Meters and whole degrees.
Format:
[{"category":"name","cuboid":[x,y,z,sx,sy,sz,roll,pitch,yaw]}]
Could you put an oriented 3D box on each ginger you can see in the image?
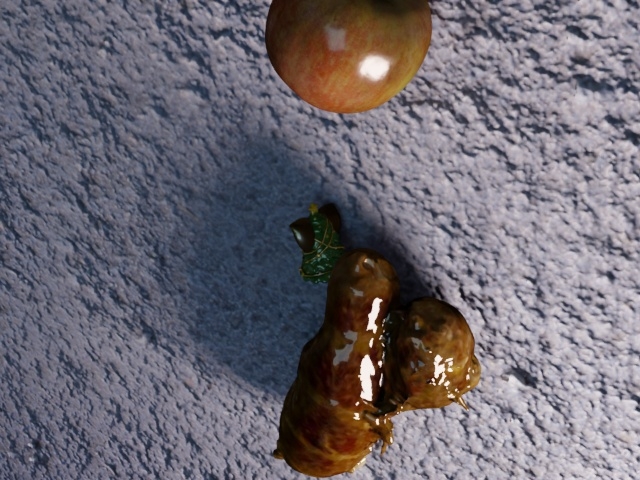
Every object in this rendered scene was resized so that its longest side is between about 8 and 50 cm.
[{"category":"ginger","cuboid":[0.074,0.207,1.579,0.254,0.176,0.418,29,128,3]}]

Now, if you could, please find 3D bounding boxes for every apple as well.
[{"category":"apple","cuboid":[0.030,-0.241,1.320,0.188,0.188,0.174,37,134,3]}]

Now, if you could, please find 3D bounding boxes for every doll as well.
[{"category":"doll","cuboid":[0.007,0.007,1.547,0.076,0.078,0.113,38,143,36]}]
